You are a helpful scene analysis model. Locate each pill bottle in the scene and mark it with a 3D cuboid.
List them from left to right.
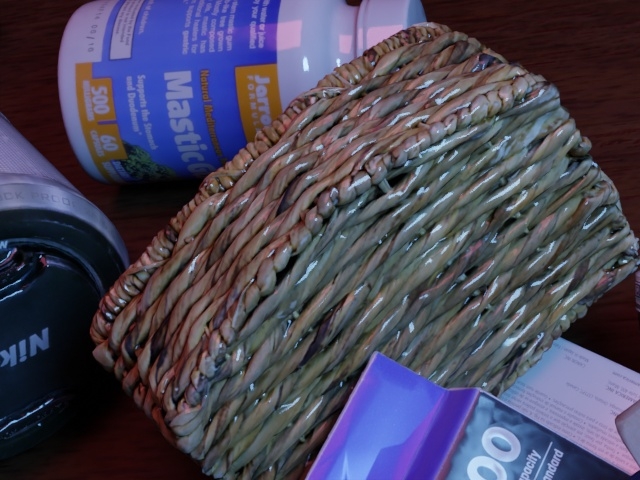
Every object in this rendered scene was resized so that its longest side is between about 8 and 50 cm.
[{"bbox_3d":[-0.054,-0.126,1.126,0.272,0.152,0.152,-3,45,15],"label":"pill bottle"}]

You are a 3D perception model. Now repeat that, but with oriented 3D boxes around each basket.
[{"bbox_3d":[0.000,0.000,0.882,0.299,0.213,0.223,-43,40,-3],"label":"basket"}]

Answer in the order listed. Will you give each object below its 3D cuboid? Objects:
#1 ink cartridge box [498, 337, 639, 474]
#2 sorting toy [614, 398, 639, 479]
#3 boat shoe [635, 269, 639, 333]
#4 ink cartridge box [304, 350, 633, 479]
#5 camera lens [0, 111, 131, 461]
[{"bbox_3d":[0.138,0.177,0.841,0.181,0.056,0.225,26,74,36],"label":"ink cartridge box"},{"bbox_3d":[0.219,0.199,0.615,0.089,0.257,0.255,-39,64,21],"label":"sorting toy"},{"bbox_3d":[0.289,0.040,0.898,0.219,0.070,0.078,-8,11,-23],"label":"boat shoe"},{"bbox_3d":[0.074,0.187,0.738,0.208,0.045,0.206,28,71,2],"label":"ink cartridge box"},{"bbox_3d":[-0.278,0.012,1.008,0.219,0.219,0.274,-34,45,-17],"label":"camera lens"}]
